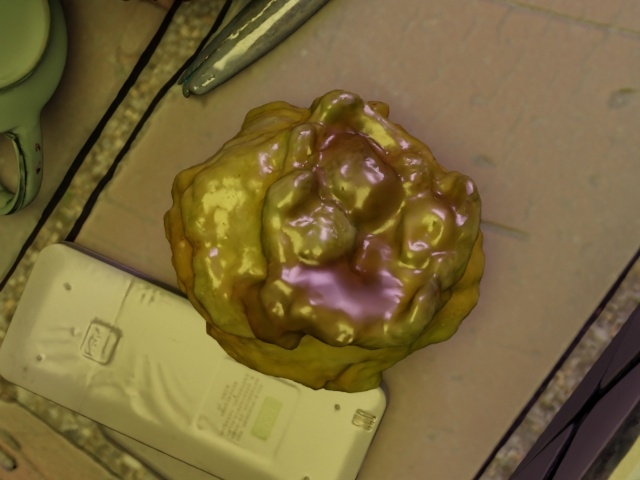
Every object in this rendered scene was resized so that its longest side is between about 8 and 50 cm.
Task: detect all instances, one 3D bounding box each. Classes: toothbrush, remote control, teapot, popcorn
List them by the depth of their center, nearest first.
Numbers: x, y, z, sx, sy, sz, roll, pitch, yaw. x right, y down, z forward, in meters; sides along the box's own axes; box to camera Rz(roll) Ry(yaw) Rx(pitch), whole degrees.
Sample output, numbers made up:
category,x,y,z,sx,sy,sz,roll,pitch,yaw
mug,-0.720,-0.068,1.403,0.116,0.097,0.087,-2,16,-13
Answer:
category,x,y,z,sx,sy,sz,roll,pitch,yaw
popcorn,0.002,-0.004,0.901,0.197,0.155,0.198,-1,68,2
toothbrush,0.064,-0.230,0.956,0.413,0.042,0.035,-42,86,9
teapot,-0.253,-0.119,0.957,0.159,0.159,0.232,-35,97,7
remote control,-0.084,0.091,0.982,0.250,0.034,0.103,23,94,7

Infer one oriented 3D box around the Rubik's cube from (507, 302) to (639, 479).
category,x,y,z,sx,sy,sz,roll,pitch,yaw
Rubik's cube,0.245,0.165,0.828,0.260,0.255,0.259,34,95,6
